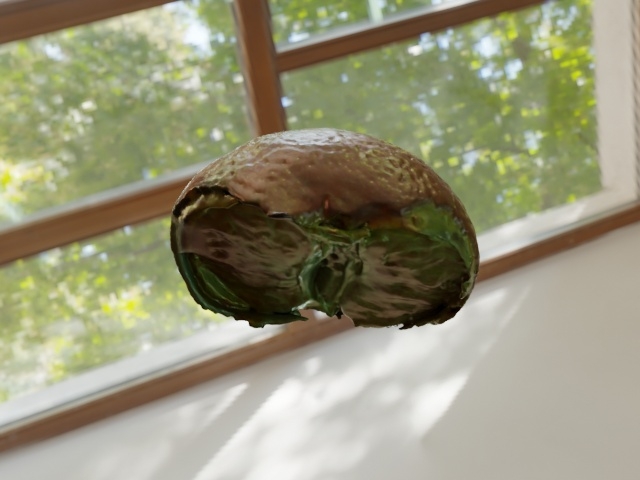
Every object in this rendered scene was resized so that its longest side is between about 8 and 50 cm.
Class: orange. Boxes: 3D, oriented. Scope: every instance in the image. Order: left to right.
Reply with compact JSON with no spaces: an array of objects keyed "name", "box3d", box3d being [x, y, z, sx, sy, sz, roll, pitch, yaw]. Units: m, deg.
[{"name":"orange","box3d":[0.001,-0.007,1.346,0.263,0.334,0.196,95,-8,-46]}]
